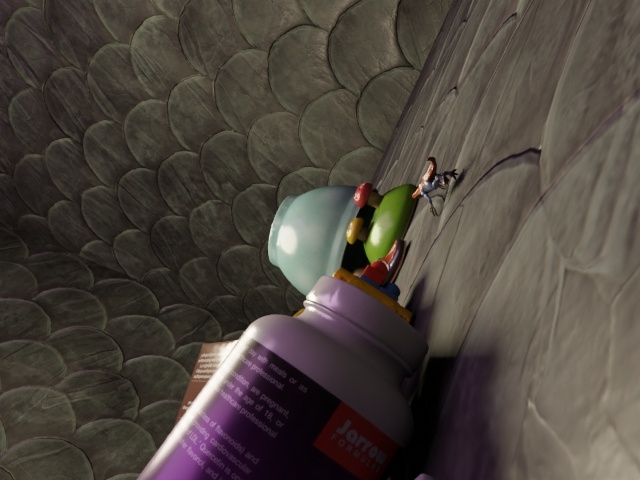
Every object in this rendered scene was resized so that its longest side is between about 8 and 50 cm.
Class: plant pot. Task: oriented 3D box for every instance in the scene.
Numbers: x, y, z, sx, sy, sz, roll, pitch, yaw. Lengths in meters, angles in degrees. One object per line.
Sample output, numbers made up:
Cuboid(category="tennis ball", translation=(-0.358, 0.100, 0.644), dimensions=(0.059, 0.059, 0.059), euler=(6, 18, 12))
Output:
Cuboid(category="plant pot", translation=(0.000, 0.000, 1.294), dimensions=(0.293, 0.196, 0.293), euler=(15, -90, -74))

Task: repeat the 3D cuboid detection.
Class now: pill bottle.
Cuboid(category="pill bottle", translation=(-0.040, 0.196, 0.496), dimensions=(0.323, 0.181, 0.181), euler=(-54, -3, -13))

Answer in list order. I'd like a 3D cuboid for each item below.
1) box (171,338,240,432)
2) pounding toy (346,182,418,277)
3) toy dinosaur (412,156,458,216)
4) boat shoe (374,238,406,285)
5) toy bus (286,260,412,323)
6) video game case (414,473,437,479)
Cuboid(category="box", translation=(-0.168, 0.365, 0.910), dimensions=(0.191, 0.143, 0.381), euler=(-21, 46, 58))
Cuboid(category="pounding toy", translation=(0.100, -0.025, 1.120), dimensions=(0.237, 0.110, 0.183), euler=(113, 179, -47))
Cuboid(category="toy dinosaur", translation=(0.153, -0.082, 0.781), dimensions=(0.082, 0.090, 0.047), euler=(-11, 33, 52))
Cuboid(category="boat shoe", translation=(0.105, 0.056, 0.949), dimensions=(0.049, 0.043, 0.137), euler=(-63, -3, -72))
Cuboid(category="toy bus", translation=(0.030, 0.135, 0.744), dimensions=(0.211, 0.149, 0.220), euler=(-52, -11, -35))
Cuboid(category="video game case", translation=(0.013, 0.289, 0.382), dimensions=(0.193, 0.023, 0.212), euler=(-56, -8, -48))
